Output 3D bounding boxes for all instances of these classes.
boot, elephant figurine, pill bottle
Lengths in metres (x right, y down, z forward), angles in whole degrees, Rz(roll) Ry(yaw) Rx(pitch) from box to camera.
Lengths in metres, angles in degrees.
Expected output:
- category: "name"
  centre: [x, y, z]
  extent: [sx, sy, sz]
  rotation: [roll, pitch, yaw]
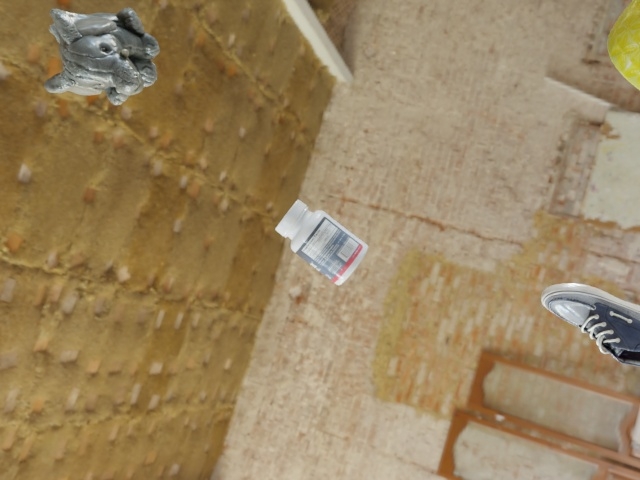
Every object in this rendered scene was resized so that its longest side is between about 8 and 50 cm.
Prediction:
- category: "boot"
  centre: [0.429, 0.129, 1.096]
  extent: [0.069, 0.190, 0.086]
  rotation: [100, -173, -47]
- category: "elephant figurine"
  centre: [-0.357, -0.290, 1.130]
  extent: [0.239, 0.186, 0.169]
  rotation: [-72, -42, -70]
- category: "pill bottle"
  centre: [0.000, 0.000, 1.510]
  extent: [0.108, 0.180, 0.108]
  rotation: [-52, 2, 3]

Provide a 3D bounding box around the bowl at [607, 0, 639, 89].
- category: "bowl"
  centre: [0.572, -0.307, 1.006]
  extent: [0.156, 0.289, 0.289]
  rotation: [96, -162, -48]
